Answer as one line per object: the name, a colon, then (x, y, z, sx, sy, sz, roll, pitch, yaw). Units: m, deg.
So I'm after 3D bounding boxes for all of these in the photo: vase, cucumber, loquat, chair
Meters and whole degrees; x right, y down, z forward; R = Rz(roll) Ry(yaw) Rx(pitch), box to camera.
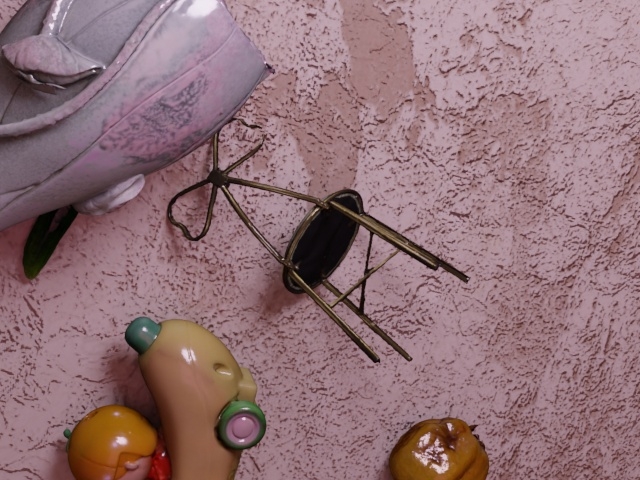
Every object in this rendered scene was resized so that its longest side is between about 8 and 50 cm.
vase: (-0.281, -0.129, 1.124, 0.445, 0.250, 0.250, -36, 109, 1)
cucumber: (-0.305, -0.029, 1.243, 0.039, 0.039, 0.168, 31, 94, -20)
loquat: (0.157, 0.294, 1.409, 0.137, 0.113, 0.137, 1, 88, -22)
chair: (0.000, 0.000, 1.290, 0.326, 0.170, 0.159, 34, 97, 24)

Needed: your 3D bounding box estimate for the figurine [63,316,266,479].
figurine: (-0.195, 0.251, 1.293, 0.222, 0.124, 0.324, 12, 102, -18)
